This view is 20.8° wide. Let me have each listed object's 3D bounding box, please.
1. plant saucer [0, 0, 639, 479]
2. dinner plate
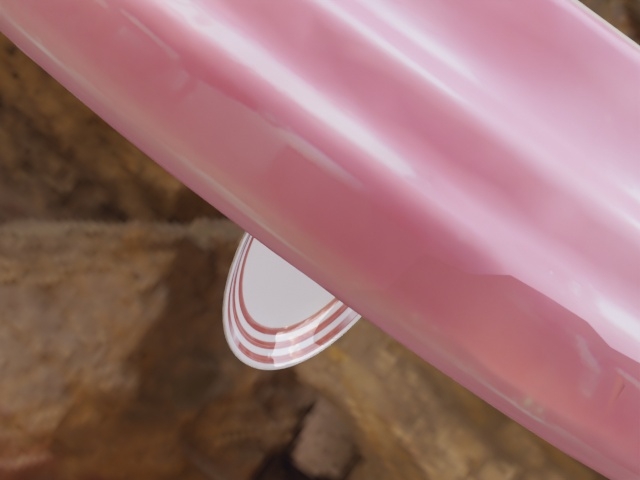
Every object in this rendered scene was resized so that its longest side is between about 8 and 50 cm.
[{"bbox_3d":[0.035,-0.040,0.509,0.332,0.084,0.332,36,8,-6],"label":"plant saucer"},{"bbox_3d":[0.000,0.000,0.853,0.017,0.141,0.141,36,2,30],"label":"dinner plate"}]
